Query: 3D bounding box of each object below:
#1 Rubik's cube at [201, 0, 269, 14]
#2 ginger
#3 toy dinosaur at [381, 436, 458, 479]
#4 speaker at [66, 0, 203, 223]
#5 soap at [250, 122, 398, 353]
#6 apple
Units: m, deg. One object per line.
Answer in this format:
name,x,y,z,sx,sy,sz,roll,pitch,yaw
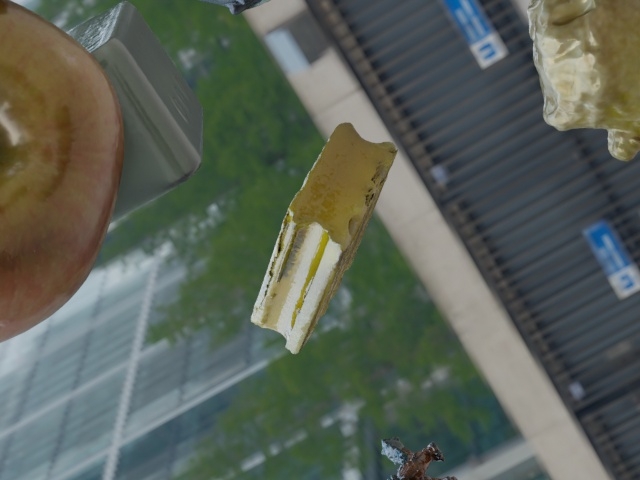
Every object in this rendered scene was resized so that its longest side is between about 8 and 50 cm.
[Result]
Rubik's cube,0.015,-0.299,0.820,0.248,0.250,0.246,56,-148,-4
ginger,0.307,-0.121,1.072,0.354,0.190,0.126,18,-177,-17
toy dinosaur,0.067,0.170,1.031,0.049,0.055,0.154,55,-178,-22
speaker,-0.266,-0.166,1.928,0.184,0.183,0.406,62,-176,-16
soap,0.000,0.000,2.199,0.096,0.324,0.204,27,-124,4
apple,-0.387,-0.070,1.548,0.391,0.391,0.346,60,155,-1
